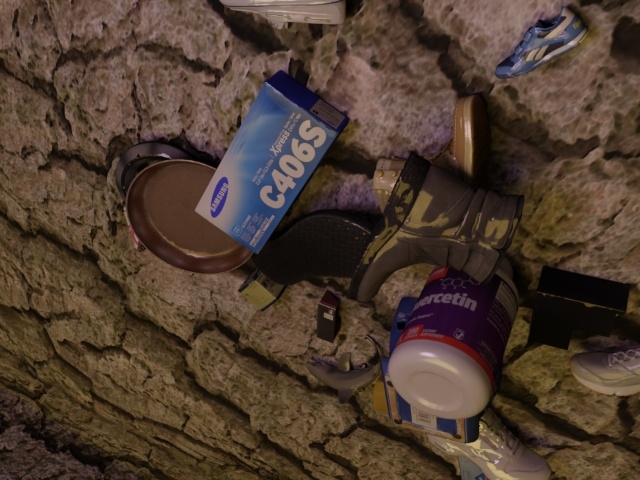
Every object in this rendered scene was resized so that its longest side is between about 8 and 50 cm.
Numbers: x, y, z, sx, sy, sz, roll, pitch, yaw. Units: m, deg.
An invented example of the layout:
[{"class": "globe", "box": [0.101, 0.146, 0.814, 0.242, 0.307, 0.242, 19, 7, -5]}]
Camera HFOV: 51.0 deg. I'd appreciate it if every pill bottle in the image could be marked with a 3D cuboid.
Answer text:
[{"class": "pill bottle", "box": [0.258, 0.155, 1.240, 0.181, 0.323, 0.181, 17, 136, 17]}]

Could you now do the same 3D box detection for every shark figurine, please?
[{"class": "shark figurine", "box": [0.084, 0.357, 1.699, 0.166, 0.116, 0.278, 45, 139, -14]}]

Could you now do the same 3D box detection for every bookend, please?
[{"class": "bookend", "box": [0.486, 0.143, 1.275, 0.157, 0.072, 0.156, 12, 135, 21]}]

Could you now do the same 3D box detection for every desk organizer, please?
[{"class": "desk organizer", "box": [0.022, 0.184, 1.618, 0.047, 0.050, 0.130, 19, 136, 16]}]

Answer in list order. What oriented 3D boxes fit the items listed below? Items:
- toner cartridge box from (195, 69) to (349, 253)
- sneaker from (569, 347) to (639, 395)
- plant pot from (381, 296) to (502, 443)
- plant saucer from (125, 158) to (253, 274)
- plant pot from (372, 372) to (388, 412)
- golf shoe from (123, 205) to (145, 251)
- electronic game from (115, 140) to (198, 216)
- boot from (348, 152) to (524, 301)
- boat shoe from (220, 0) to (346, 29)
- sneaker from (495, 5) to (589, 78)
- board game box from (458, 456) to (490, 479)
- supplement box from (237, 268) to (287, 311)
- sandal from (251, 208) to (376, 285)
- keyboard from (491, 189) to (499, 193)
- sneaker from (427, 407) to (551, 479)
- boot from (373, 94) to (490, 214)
[{"class": "toner cartridge box", "box": [-0.103, -0.144, 1.323, 0.165, 0.075, 0.348, 35, 127, -1]}, {"class": "sneaker", "box": [0.614, 0.229, 1.273, 0.262, 0.099, 0.121, 4, 123, 19]}, {"class": "plant pot", "box": [0.257, 0.289, 1.451, 0.236, 0.212, 0.236, 9, 133, 24]}, {"class": "plant saucer", "box": [-0.284, -0.057, 1.518, 0.311, 0.050, 0.310, 5, 127, 7]}, {"class": "plant pot", "box": [0.177, 0.375, 1.684, 0.081, 0.081, 0.083, 1, 117, 31]}, {"class": "golf shoe", "box": [-0.453, -0.055, 1.684, 0.086, 0.067, 0.186, 28, 128, 15]}, {"class": "electronic game", "box": [-0.361, -0.125, 1.545, 0.229, 0.048, 0.229, 6, 126, 8]}, {"class": "boot", "box": [0.192, 0.027, 1.157, 0.223, 0.118, 0.338, 25, 135, 2]}, {"class": "boat shoe", "box": [-0.065, -0.386, 1.113, 0.226, 0.083, 0.075, 9, 132, 24]}, {"class": "sneaker", "box": [0.318, -0.291, 0.991, 0.144, 0.053, 0.059, -27, 112, 35]}, {"class": "board game box", "box": [0.437, 0.595, 1.763, 0.145, 0.027, 0.281, 7, 132, 28]}, {"class": "supplement box", "box": [-0.143, 0.117, 1.654, 0.083, 0.056, 0.083, 41, 138, -9]}, {"class": "sandal", "box": [-0.002, -0.002, 1.439, 0.167, 0.107, 0.446, 50, 148, -20]}, {"class": "keyboard", "box": [0.258, -0.057, 1.268, 0.180, 0.023, 0.108, -9, 123, 36]}, {"class": "sneaker", "box": [0.401, 0.475, 1.593, 0.305, 0.114, 0.152, 21, 121, 20]}, {"class": "boot", "box": [0.191, -0.137, 1.185, 0.203, 0.095, 0.262, 14, 130, 29]}]
